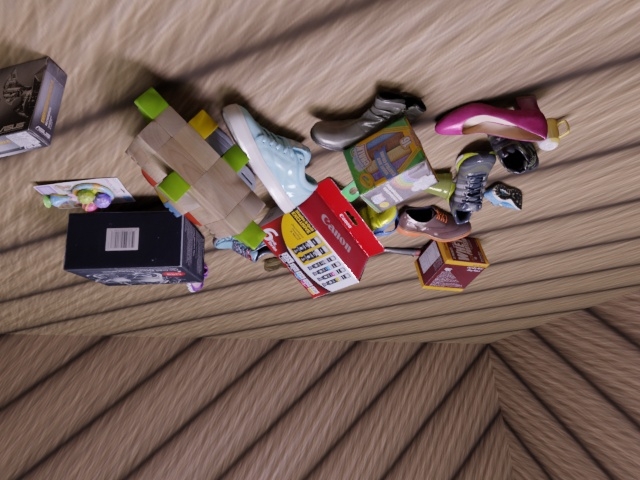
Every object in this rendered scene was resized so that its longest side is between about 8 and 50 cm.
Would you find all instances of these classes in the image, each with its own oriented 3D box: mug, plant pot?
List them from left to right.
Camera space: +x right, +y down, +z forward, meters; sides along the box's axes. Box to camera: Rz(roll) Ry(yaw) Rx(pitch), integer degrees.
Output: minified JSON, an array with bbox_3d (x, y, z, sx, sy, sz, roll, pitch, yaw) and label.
[{"bbox_3d":[0.338,-0.166,1.323,0.079,0.083,0.083,9,155,4],"label":"plant pot"},{"bbox_3d":[0.578,-0.267,1.136,0.062,0.064,0.078,3,154,-12],"label":"mug"}]

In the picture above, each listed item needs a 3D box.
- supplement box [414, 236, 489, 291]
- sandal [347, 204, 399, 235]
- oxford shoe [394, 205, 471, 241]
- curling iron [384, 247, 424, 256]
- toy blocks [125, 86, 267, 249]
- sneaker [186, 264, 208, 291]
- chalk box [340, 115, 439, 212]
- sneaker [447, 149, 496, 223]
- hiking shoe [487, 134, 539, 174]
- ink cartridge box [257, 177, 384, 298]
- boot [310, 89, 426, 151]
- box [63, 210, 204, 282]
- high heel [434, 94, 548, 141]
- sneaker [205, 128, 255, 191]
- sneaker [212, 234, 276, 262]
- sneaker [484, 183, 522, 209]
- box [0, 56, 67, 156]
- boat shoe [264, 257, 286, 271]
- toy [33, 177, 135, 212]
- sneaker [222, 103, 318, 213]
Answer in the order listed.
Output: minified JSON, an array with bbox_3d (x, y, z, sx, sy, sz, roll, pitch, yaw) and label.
[{"bbox_3d":[0.510,0.090,1.768,0.191,0.129,0.194,6,140,-19],"label":"supplement box"},{"bbox_3d":[0.137,-0.040,1.513,0.317,0.126,0.138,-18,155,32],"label":"sandal"},{"bbox_3d":[0.395,-0.060,1.527,0.271,0.097,0.098,2,149,-10],"label":"oxford shoe"},{"bbox_3d":[0.385,0.056,1.838,0.273,0.035,0.068,6,153,-19],"label":"curling iron"},{"bbox_3d":[-0.309,-0.135,1.056,0.381,0.191,0.261,47,154,-20],"label":"toy blocks"},{"bbox_3d":[-0.510,0.143,1.865,0.104,0.095,0.236,-9,154,-5],"label":"sneaker"},{"bbox_3d":[0.146,-0.163,1.066,0.213,0.132,0.132,-26,154,18],"label":"chalk box"},{"bbox_3d":[0.440,-0.152,1.298,0.111,0.121,0.300,-5,155,3],"label":"sneaker"},{"bbox_3d":[0.513,-0.213,1.186,0.226,0.114,0.086,20,147,-40],"label":"hiking shoe"},{"bbox_3d":[0.000,0.000,1.400,0.271,0.130,0.309,-26,113,38],"label":"ink cartridge box"},{"bbox_3d":[0.108,-0.287,1.043,0.246,0.084,0.161,-2,151,-21],"label":"boot"},{"bbox_3d":[-0.576,0.035,1.457,0.343,0.179,0.312,-2,167,-2],"label":"box"},{"bbox_3d":[0.400,-0.262,1.064,0.244,0.117,0.082,-8,155,10],"label":"high heel"},{"bbox_3d":[-0.259,-0.193,1.168,0.091,0.094,0.258,-1,152,17],"label":"sneaker"},{"bbox_3d":[-0.251,0.015,1.572,0.261,0.125,0.104,-5,154,3],"label":"sneaker"},{"bbox_3d":[0.586,-0.138,1.441,0.162,0.063,0.073,18,165,-30],"label":"sneaker"},{"bbox_3d":[-0.632,-0.253,0.891,0.231,0.183,0.056,-8,156,12],"label":"box"},{"bbox_3d":[-0.159,0.085,1.841,0.153,0.048,0.056,-17,140,12],"label":"boat shoe"},{"bbox_3d":[-0.688,-0.119,1.319,0.237,0.056,0.137,-3,156,0],"label":"toy"},{"bbox_3d":[-0.111,-0.223,1.125,0.150,0.135,0.366,-35,147,-1],"label":"sneaker"}]
